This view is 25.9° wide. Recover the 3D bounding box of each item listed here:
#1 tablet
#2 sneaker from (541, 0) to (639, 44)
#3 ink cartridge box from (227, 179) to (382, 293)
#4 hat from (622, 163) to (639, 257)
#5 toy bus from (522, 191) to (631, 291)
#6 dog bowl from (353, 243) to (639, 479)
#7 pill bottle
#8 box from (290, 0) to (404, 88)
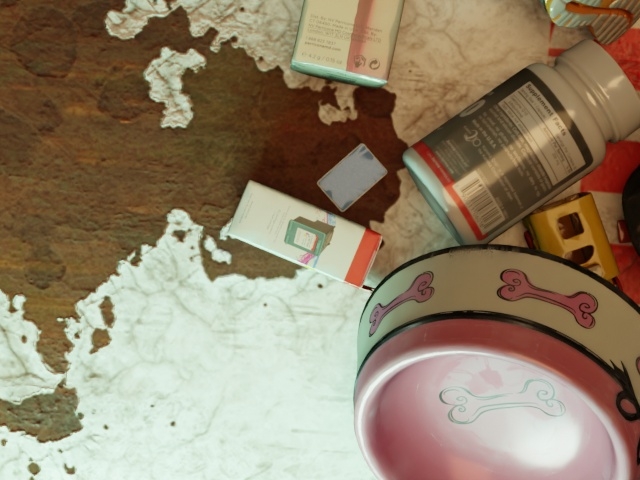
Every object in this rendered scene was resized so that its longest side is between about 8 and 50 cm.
[{"bbox_3d":[0.042,-0.084,1.866,0.083,0.006,0.054,-41,92,0],"label":"tablet"},{"bbox_3d":[0.346,-0.315,1.787,0.084,0.215,0.083,-49,57,24],"label":"sneaker"},{"bbox_3d":[0.000,0.000,1.805,0.231,0.134,0.078,23,91,-3],"label":"ink cartridge box"},{"bbox_3d":[0.474,-0.048,1.806,0.134,0.331,0.331,-8,93,43],"label":"hat"},{"bbox_3d":[0.340,0.035,1.830,0.202,0.104,0.191,24,92,-2],"label":"toy bus"},{"bbox_3d":[0.220,0.208,1.698,0.407,0.150,0.408,11,131,13],"label":"dog bowl"},{"bbox_3d":[0.263,-0.126,1.793,0.283,0.161,0.161,-35,93,0],"label":"pill bottle"},{"bbox_3d":[0.045,-0.322,1.786,0.126,0.148,0.232,12,92,-2],"label":"box"}]
